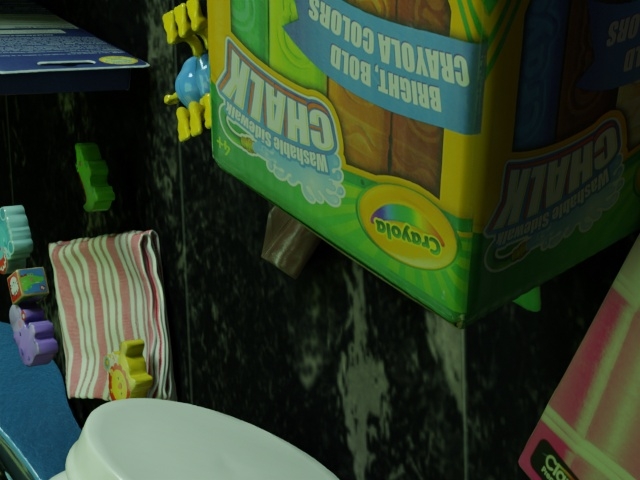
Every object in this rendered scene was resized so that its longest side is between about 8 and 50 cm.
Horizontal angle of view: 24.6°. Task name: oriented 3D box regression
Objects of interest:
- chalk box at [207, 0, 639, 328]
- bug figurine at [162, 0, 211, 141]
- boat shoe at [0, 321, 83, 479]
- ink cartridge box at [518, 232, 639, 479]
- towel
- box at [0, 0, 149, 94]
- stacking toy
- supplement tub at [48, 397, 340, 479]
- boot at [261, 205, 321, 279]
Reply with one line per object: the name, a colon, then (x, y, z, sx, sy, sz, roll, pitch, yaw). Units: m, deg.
chalk box: (0.067, -0.094, 0.662, 0.180, 0.179, 0.289, 32, 134, 39)
bug figurine: (-0.046, -0.210, 0.943, 0.216, 0.072, 0.279, -13, 81, 50)
boat shoe: (-0.268, 0.186, 1.321, 0.258, 0.109, 0.089, 57, 142, 35)
ink cartridge box: (0.219, 0.026, 0.614, 0.176, 0.069, 0.371, 52, 133, 37)
towel: (-0.182, 0.067, 1.237, 0.197, 0.029, 0.144, -5, 91, 56)
box: (-0.249, -0.155, 1.193, 0.225, 0.136, 0.036, 31, 120, 49)
stacking toy: (-0.232, 0.033, 1.135, 0.052, 0.167, 0.221, -32, 67, 53)
supplement tub: (-0.117, 0.287, 0.967, 0.228, 0.228, 0.316, 36, 109, 47)
boot: (0.000, 0.000, 0.947, 0.114, 0.037, 0.106, -50, 43, 44)
